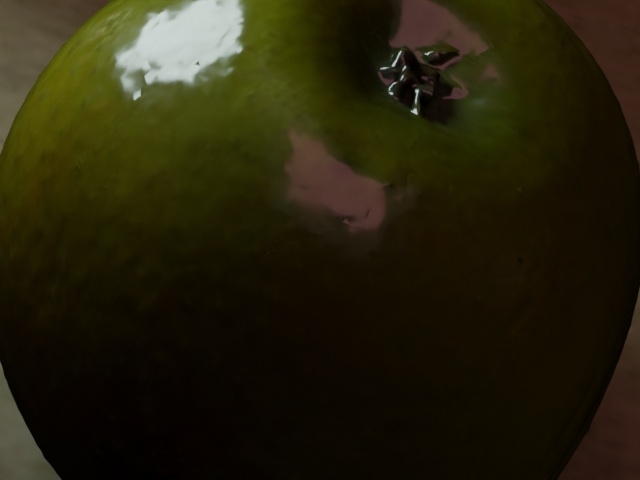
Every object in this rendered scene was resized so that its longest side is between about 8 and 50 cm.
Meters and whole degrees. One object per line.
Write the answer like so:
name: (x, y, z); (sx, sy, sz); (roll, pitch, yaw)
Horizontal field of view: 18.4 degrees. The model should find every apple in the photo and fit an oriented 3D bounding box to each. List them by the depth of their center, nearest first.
apple: (0.000, 0.000, 0.565); (0.196, 0.157, 0.196); (12, 50, -15)
